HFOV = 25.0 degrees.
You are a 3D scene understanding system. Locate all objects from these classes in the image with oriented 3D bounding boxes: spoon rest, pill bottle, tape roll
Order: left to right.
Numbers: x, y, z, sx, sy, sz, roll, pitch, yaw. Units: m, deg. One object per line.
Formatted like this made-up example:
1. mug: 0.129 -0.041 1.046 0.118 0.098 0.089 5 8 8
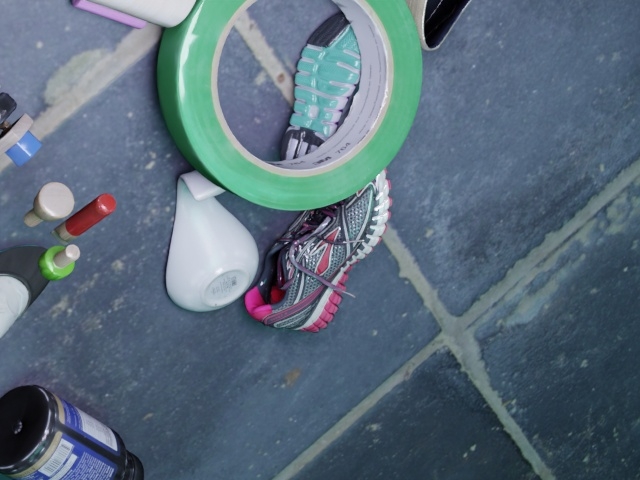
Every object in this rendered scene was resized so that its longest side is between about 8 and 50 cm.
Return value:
1. pill bottle: -0.337 0.288 1.924 0.123 0.123 0.219 -46 136 1
2. spoon rest: -0.145 -0.004 1.894 0.137 0.084 0.276 -24 146 -18
3. tape roll: -0.034 -0.199 1.737 0.321 0.077 0.321 -6 104 -26

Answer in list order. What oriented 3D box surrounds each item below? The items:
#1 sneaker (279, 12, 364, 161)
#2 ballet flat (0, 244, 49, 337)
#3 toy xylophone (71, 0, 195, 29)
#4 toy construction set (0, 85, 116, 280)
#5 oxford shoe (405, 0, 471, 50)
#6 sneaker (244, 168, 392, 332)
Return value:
1. sneaker: 0.009 -0.189 1.878 0.224 0.083 0.098 -69 167 11
2. ballet flat: -0.436 0.094 1.728 0.280 0.096 0.095 -23 132 -21
3. toy xylophone: -0.179 -0.383 1.572 0.236 0.081 0.323 25 104 -44
4. toy construction set: -0.415 -0.035 1.594 0.309 0.257 0.237 20 154 -26
5. oxford shoe: 0.198 -0.392 1.803 0.123 0.130 0.348 14 112 -42
6. sneaker: 0.000 0.000 1.958 0.112 0.121 0.299 7 117 -37
